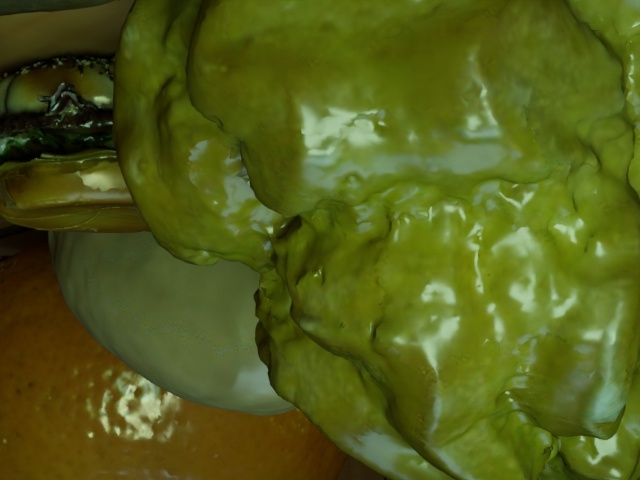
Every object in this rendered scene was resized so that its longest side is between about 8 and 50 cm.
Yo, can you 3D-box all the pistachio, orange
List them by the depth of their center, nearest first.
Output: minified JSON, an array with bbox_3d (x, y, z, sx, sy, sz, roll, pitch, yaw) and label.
[{"bbox_3d":[-0.074,0.022,0.907,0.299,0.187,0.187,20,-176,38],"label":"pistachio"},{"bbox_3d":[-0.172,0.167,1.212,0.424,0.326,0.424,-5,163,-2],"label":"orange"}]

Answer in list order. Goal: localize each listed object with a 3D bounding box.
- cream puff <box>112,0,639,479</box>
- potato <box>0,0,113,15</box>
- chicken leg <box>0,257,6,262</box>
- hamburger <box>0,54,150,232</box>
[{"bbox_3d":[0.059,-0.005,0.581,0.291,0.257,0.324,-3,169,19],"label":"cream puff"},{"bbox_3d":[-0.138,-0.120,0.464,0.201,0.081,0.164,-6,167,17],"label":"potato"},{"bbox_3d":[-0.234,0.044,1.416,0.253,0.051,0.106,6,173,-20],"label":"chicken leg"},{"bbox_3d":[-0.131,-0.057,0.754,0.190,0.093,0.164,-8,169,42],"label":"hamburger"}]
